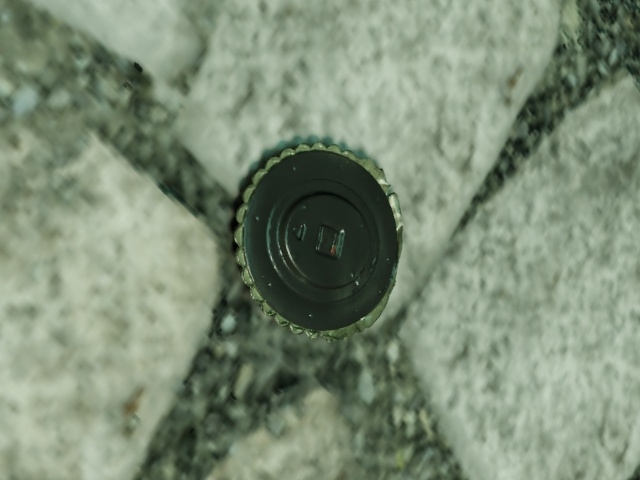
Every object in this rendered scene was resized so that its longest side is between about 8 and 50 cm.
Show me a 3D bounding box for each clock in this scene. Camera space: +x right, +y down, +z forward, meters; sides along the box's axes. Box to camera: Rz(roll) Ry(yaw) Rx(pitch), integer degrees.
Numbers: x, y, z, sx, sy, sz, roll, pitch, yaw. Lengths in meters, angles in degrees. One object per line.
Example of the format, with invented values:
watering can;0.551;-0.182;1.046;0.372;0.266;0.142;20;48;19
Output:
clock;0.000;0.000;0.554;0.083;0.010;0.074;18;81;-40
